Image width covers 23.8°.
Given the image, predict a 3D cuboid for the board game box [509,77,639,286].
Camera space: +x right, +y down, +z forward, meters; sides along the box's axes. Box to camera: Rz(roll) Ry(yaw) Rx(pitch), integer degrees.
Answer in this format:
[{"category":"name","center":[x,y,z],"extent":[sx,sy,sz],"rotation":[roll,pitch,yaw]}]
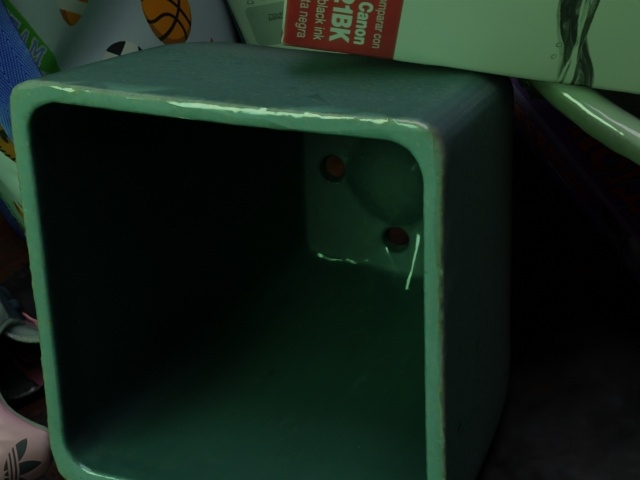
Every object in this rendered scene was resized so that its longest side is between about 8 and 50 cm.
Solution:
[{"category":"board game box","center":[0.283,-0.029,0.965],"extent":[0.208,0.056,0.347],"rotation":[-24,50,-10]}]

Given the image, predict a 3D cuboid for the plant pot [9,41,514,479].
[{"category":"plant pot","center":[0.000,0.000,0.904],"extent":[0.247,0.247,0.252],"rotation":[8,24,23]}]

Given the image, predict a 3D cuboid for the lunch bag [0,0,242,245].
[{"category":"lunch bag","center":[-0.188,-0.175,1.082],"extent":[0.239,0.327,0.385],"rotation":[-19,37,11]}]

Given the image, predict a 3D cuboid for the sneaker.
[{"category":"sneaker","center":[-0.242,0.058,1.010],"extent":[0.131,0.112,0.319],"rotation":[1,38,-12]}]

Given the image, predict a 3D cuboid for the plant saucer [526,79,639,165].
[{"category":"plant saucer","center":[0.282,-0.142,0.948],"extent":[0.401,0.100,0.400],"rotation":[3,50,-3]}]

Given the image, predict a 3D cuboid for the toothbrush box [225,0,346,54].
[{"category":"toothbrush box","center":[0.083,-0.240,1.146],"extent":[0.216,0.126,0.295],"rotation":[-4,31,30]}]

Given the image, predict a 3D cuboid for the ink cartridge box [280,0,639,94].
[{"category":"ink cartridge box","center":[0.126,-0.191,0.834],"extent":[0.273,0.114,0.197],"rotation":[7,49,1]}]
